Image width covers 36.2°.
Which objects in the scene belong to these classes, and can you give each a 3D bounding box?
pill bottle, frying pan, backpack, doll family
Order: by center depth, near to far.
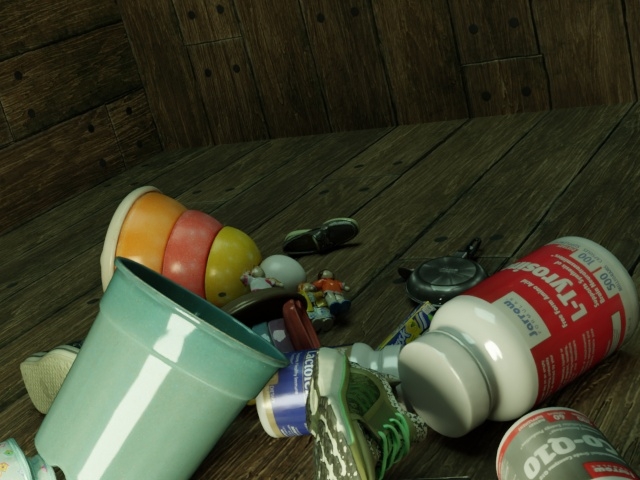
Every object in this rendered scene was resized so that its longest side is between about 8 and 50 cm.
[{"bbox_3d":[0.344,0.348,1.272,0.161,0.161,0.283,-16,19,-3],"label":"pill bottle"},{"bbox_3d":[-0.513,0.428,1.643,0.144,0.188,0.166,-23,20,-22],"label":"backpack"},{"bbox_3d":[0.339,0.167,1.690,0.408,0.229,0.229,-26,22,-30],"label":"pill bottle"},{"bbox_3d":[0.028,0.265,1.759,0.265,0.153,0.153,-10,19,14],"label":"pill bottle"},{"bbox_3d":[-0.066,0.134,2.217,0.263,0.118,0.163,4,30,-22],"label":"doll family"},{"bbox_3d":[0.334,0.064,2.248,0.326,0.053,0.197,-30,34,-35],"label":"frying pan"}]

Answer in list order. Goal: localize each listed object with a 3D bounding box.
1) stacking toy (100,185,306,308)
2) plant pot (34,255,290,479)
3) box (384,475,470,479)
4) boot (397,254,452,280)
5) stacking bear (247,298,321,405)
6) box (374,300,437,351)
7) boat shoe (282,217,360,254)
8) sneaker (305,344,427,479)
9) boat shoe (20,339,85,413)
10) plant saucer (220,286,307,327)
[{"bbox_3d":[-0.268,0.062,2.433,0.480,0.350,0.350,8,25,15],"label":"stacking toy"},{"bbox_3d":[-0.284,0.253,1.642,0.334,0.341,0.341,-57,26,-1],"label":"plant pot"},{"bbox_3d":[0.051,0.443,1.358,0.296,0.073,0.293,-7,21,19],"label":"box"},{"bbox_3d":[0.257,0.063,2.346,0.106,0.037,0.114,18,38,36],"label":"boot"},{"bbox_3d":[-0.144,0.250,1.933,0.289,0.164,0.175,-25,-6,3],"label":"stacking bear"},{"bbox_3d":[0.163,0.192,1.890,0.169,0.054,0.059,-44,0,-4],"label":"box"},{"bbox_3d":[-0.001,-0.001,2.671,0.224,0.080,0.073,-13,24,22],"label":"boat shoe"},{"bbox_3d":[0.082,0.288,1.492,0.182,0.158,0.410,5,23,-7],"label":"sneaker"},{"bbox_3d":[-0.470,0.283,1.997,0.156,0.186,0.500,-20,7,-31],"label":"boat shoe"},{"bbox_3d":[-0.155,0.181,2.026,0.278,0.041,0.278,-27,-24,-13],"label":"plant saucer"}]
